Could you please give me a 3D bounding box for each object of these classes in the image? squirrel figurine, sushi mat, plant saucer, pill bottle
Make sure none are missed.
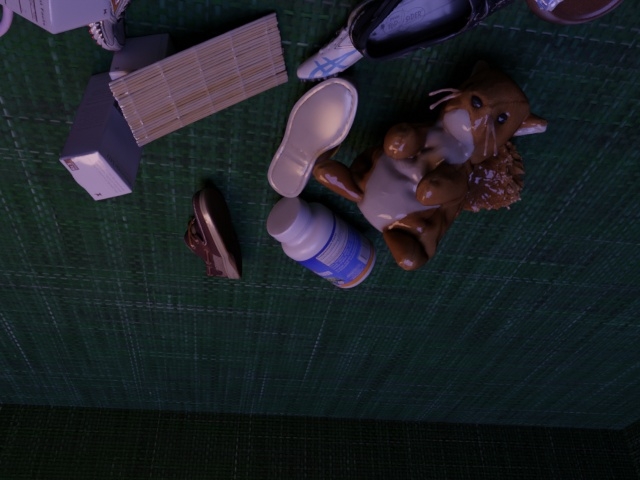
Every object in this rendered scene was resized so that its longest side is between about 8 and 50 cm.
[{"bbox_3d":[0.261,-0.168,1.188,0.370,0.281,0.397,-50,155,23],"label":"squirrel figurine"},{"bbox_3d":[-0.205,-0.285,1.061,0.317,0.019,0.151,-27,144,-10],"label":"sushi mat"},{"bbox_3d":[0.441,-0.434,0.977,0.199,0.036,0.198,0,145,0],"label":"plant saucer"},{"bbox_3d":[0.000,0.000,1.462,0.152,0.152,0.272,-28,136,32],"label":"pill bottle"}]

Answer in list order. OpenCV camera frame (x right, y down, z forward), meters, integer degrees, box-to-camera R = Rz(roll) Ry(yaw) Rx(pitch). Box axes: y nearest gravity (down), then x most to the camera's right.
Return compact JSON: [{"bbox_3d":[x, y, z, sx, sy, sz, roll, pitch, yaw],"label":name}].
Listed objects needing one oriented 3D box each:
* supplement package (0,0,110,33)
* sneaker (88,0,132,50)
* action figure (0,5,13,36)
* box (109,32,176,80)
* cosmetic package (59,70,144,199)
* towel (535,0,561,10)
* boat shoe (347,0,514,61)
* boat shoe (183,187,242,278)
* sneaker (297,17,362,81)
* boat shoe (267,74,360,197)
[{"bbox_3d":[-0.411,-0.394,0.869,0.179,0.105,0.105,31,134,19],"label":"supplement package"},{"bbox_3d":[-0.330,-0.403,0.958,0.093,0.088,0.225,6,143,-12],"label":"sneaker"},{"bbox_3d":[-0.671,-0.273,0.884,0.276,0.370,0.248,11,134,12],"label":"action figure"},{"bbox_3d":[-0.314,-0.307,1.076,0.102,0.101,0.087,-6,143,4],"label":"box"},{"bbox_3d":[-0.393,-0.202,1.109,0.086,0.230,0.117,-10,143,12],"label":"cosmetic package"},{"bbox_3d":[0.345,-0.496,0.857,0.209,0.034,0.285,-31,125,34],"label":"towel"},{"bbox_3d":[0.199,-0.367,0.892,0.340,0.113,0.127,-17,125,15],"label":"boat shoe"},{"bbox_3d":[-0.283,-0.004,1.484,0.123,0.123,0.342,-4,150,2],"label":"boat shoe"},{"bbox_3d":[0.053,-0.355,1.050,0.237,0.085,0.086,-21,114,29],"label":"sneaker"},{"bbox_3d":[-0.007,-0.219,1.210,0.117,0.096,0.324,37,136,2],"label":"boat shoe"}]
